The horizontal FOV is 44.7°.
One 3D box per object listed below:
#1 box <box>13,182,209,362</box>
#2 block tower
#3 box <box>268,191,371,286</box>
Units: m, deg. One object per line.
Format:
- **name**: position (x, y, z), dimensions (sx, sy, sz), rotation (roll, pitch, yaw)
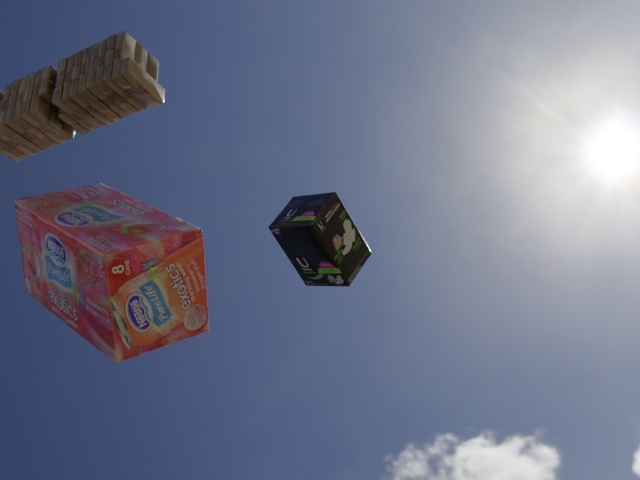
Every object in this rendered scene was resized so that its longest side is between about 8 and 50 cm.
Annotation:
- **box**: position (-0.295, 0.030, 1.077), dimensions (0.142, 0.300, 0.154), rotation (-16, -64, -38)
- **block tower**: position (-0.410, -0.227, 1.257), dimensions (0.091, 0.336, 0.097), rotation (41, -139, -53)
- **box**: position (0.000, 0.000, 0.787), dimensions (0.052, 0.062, 0.083), rotation (-53, -55, -35)
